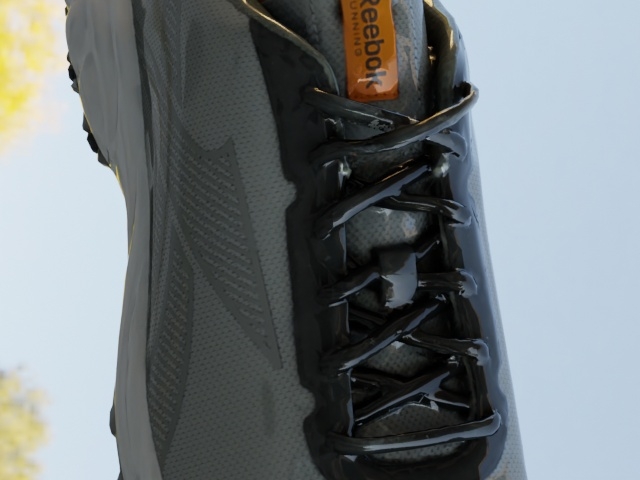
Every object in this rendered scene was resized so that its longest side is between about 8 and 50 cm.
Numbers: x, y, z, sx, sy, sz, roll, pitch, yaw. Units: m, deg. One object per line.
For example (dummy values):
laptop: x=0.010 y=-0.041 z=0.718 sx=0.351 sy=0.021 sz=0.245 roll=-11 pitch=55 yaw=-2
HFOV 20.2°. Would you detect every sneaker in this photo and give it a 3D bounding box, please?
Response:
sneaker: x=0.000 y=0.000 z=0.464 sx=0.108 sy=0.100 sz=0.271 roll=-44 pitch=-123 yaw=53
